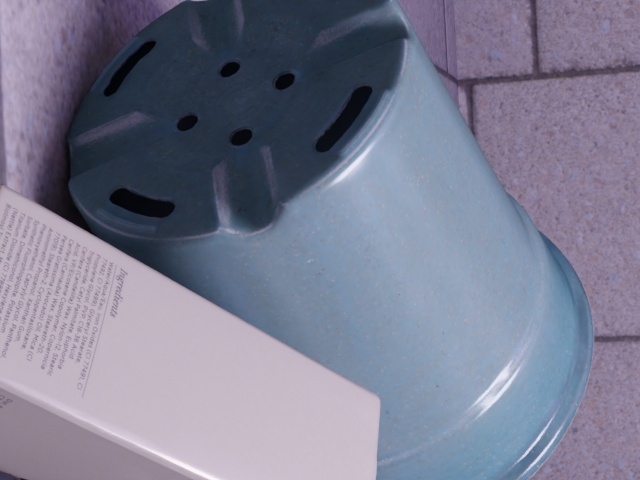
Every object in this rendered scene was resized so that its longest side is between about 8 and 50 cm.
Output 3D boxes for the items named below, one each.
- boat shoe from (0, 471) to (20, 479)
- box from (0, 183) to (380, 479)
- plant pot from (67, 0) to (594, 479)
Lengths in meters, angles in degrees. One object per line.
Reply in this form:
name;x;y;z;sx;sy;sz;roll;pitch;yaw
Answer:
boat shoe;-0.181;0.214;0.661;0.229;0.080;0.076;-79;177;-49
box;-0.097;0.090;0.689;0.275;0.094;0.113;34;46;-28
plant pot;0.000;0.000;0.931;0.334;0.341;0.341;59;31;-44
